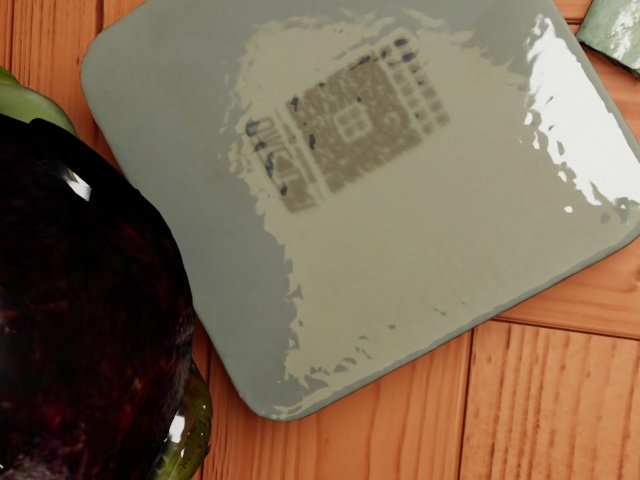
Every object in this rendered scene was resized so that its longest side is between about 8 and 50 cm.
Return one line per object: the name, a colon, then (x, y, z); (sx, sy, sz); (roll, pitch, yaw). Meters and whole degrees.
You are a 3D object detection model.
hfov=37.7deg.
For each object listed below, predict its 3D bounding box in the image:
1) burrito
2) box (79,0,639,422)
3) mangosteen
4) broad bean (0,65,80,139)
burrito: (0.249, -0.187, 0.718); (0.074, 0.044, 0.118); (32, 106, 25)
box: (0.026, -0.085, 0.759); (0.373, 0.090, 0.367); (-30, 82, 15)
mangosteen: (-0.255, 0.083, 0.697); (0.381, 0.421, 0.381); (-11, 72, 38)
broad bean: (-0.307, -0.082, 0.918); (0.169, 0.100, 0.228); (-28, 96, 28)
